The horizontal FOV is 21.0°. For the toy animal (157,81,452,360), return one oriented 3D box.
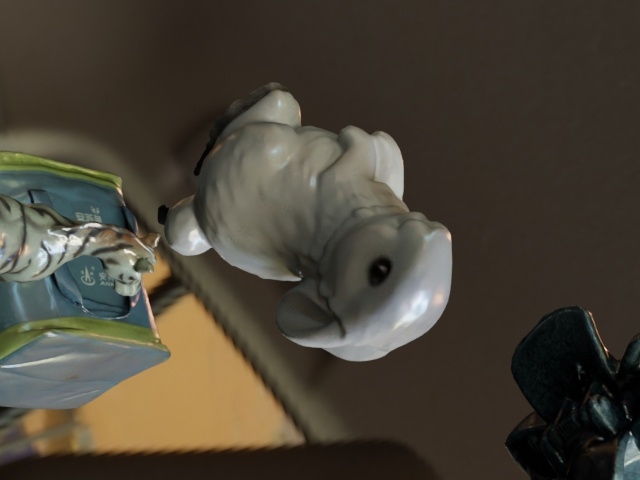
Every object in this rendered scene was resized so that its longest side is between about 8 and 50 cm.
[{"bbox_3d":[0.000,0.000,1.818,0.194,0.258,0.357,39,8,-43],"label":"toy animal"}]

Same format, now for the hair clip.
[{"bbox_3d":[0.271,0.160,1.407,0.310,0.206,0.194,-47,-139,42],"label":"hair clip"}]

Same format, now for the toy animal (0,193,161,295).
[{"bbox_3d":[-0.285,0.003,1.537,0.170,0.255,0.090,-22,-112,53],"label":"toy animal"}]

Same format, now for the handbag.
[{"bbox_3d":[-0.320,0.051,1.966,0.222,0.263,0.241,-32,-115,33],"label":"handbag"}]
